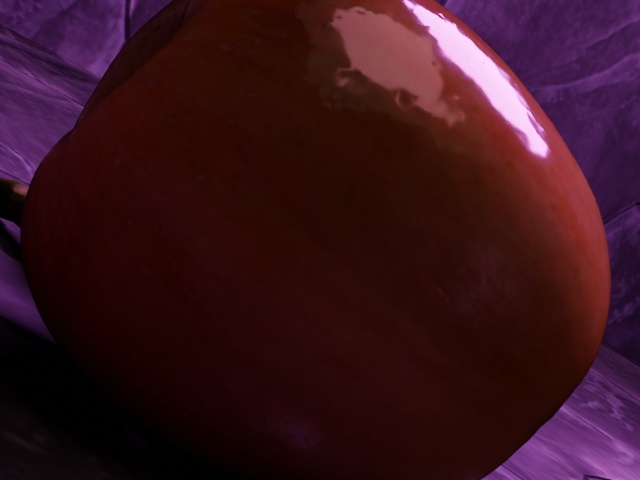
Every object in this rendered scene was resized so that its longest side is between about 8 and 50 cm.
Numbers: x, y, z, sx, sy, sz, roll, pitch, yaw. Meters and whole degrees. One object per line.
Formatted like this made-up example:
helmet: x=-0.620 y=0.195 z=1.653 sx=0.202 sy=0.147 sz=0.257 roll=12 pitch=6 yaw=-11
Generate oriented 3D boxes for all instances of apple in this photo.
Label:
apple: x=0.000 y=0.000 z=0.847 sx=0.241 sy=0.242 sz=0.242 roll=42 pitch=3 yaw=-12

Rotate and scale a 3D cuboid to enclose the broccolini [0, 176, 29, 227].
broccolini: x=-0.129 y=0.008 z=1.031 sx=0.058 sy=0.067 sz=0.216 roll=30 pitch=-4 yaw=-33
